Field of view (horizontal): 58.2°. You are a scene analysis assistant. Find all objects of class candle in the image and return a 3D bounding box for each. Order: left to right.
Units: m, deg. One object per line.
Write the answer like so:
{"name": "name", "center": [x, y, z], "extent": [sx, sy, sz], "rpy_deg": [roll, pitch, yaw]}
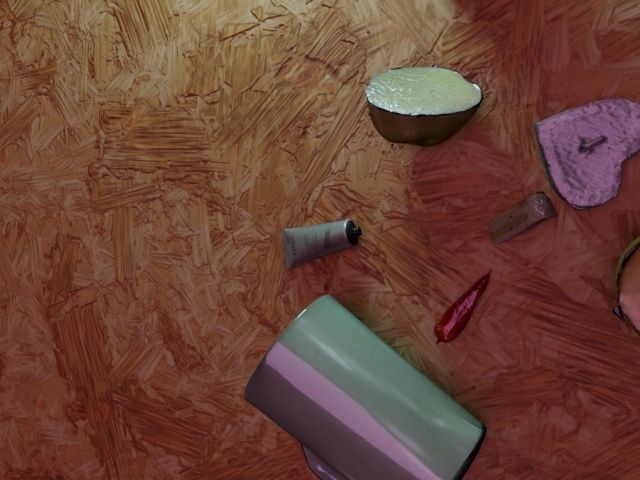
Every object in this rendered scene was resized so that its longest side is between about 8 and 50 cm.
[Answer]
{"name": "candle", "center": [0.439, -0.156, 0.964], "extent": [0.169, 0.068, 0.192], "rpy_deg": [31, 102, 16]}

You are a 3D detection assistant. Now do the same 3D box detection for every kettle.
{"name": "kettle", "center": [0.064, 0.346, 1.070], "extent": [0.377, 0.250, 0.361], "rpy_deg": [36, 125, 16]}

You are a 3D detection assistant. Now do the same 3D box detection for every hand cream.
{"name": "hand cream", "center": [0.000, 0.000, 1.173], "extent": [0.186, 0.054, 0.087], "rpy_deg": [-14, 81, 30]}

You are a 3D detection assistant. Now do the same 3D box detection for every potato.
{"name": "potato", "center": [0.183, -0.227, 1.047], "extent": [0.203, 0.182, 0.117], "rpy_deg": [1, 130, 6]}

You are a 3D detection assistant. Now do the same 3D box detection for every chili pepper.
{"name": "chili pepper", "center": [0.266, 0.128, 1.069], "extent": [0.045, 0.027, 0.178], "rpy_deg": [41, 104, 18]}

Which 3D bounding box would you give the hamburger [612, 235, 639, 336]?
{"name": "hamburger", "center": [0.573, 0.063, 0.869], "extent": [0.237, 0.149, 0.236], "rpy_deg": [5, 99, 31]}

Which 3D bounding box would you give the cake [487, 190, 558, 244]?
{"name": "cake", "center": [0.347, -0.038, 1.016], "extent": [0.121, 0.065, 0.052], "rpy_deg": [-30, 77, 28]}
